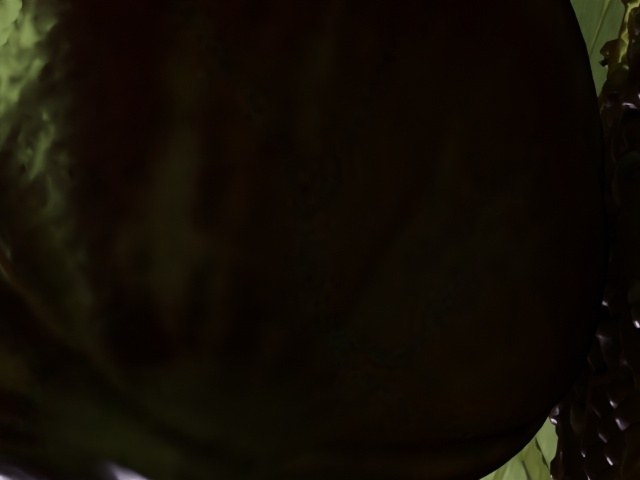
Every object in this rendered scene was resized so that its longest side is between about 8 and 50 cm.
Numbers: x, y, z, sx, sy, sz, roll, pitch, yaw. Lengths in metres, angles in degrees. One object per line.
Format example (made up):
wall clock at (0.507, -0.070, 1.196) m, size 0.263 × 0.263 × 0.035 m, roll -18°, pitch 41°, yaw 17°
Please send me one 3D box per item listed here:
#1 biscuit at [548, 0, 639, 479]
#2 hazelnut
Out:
biscuit at (0.119, -0.032, 0.447) m, size 0.305 × 0.038 × 0.305 m, roll -165°, pitch 90°, yaw -81°
hazelnut at (-0.035, -0.013, 0.494) m, size 0.229 × 0.229 × 0.229 m, roll -165°, pitch 90°, yaw -81°
